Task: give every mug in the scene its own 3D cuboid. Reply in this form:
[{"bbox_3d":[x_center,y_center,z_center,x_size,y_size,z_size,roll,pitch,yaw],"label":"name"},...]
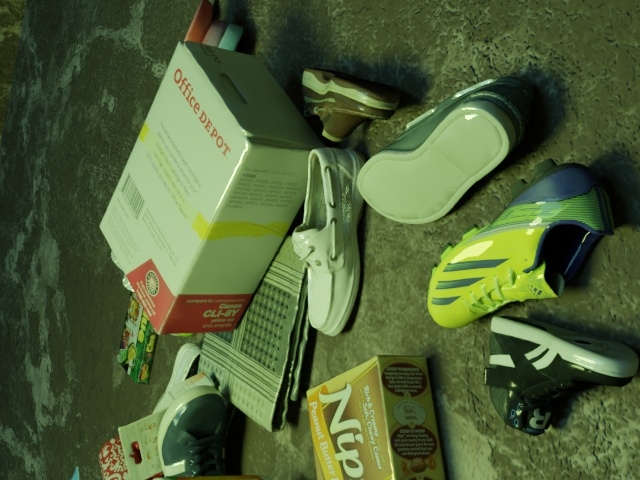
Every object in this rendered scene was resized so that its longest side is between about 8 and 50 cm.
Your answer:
[{"bbox_3d":[-0.361,0.464,2.030,0.169,0.150,0.113,48,161,56],"label":"mug"}]

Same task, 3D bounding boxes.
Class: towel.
[{"bbox_3d":[-0.100,0.132,1.700,0.324,0.056,0.312,20,99,60],"label":"towel"}]

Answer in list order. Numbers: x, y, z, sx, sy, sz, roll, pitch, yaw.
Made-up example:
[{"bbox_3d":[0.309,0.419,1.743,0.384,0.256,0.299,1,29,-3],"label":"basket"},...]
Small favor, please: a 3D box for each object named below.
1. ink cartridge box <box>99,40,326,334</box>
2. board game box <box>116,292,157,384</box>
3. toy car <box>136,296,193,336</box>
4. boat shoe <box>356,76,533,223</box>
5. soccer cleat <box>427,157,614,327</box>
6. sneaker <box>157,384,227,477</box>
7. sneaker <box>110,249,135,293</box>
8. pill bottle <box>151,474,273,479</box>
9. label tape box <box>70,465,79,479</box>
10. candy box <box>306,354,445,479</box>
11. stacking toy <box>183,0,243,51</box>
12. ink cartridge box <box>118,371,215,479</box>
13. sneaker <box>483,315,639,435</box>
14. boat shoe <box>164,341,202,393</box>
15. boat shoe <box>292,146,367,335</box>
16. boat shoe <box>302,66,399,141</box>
[{"bbox_3d":[-0.181,-0.080,1.650,0.279,0.160,0.384,55,128,38],"label":"ink cartridge box"},{"bbox_3d":[-0.370,0.156,2.145,0.136,0.030,0.259,28,108,54],"label":"board game box"},{"bbox_3d":[-0.273,0.087,1.893,0.159,0.136,0.182,-32,58,52],"label":"toy car"},{"bbox_3d":[0.157,-0.112,1.299,0.099,0.116,0.319,-49,7,-30],"label":"boat shoe"},{"bbox_3d":[0.215,0.031,1.151,0.289,0.093,0.121,-51,48,41],"label":"soccer cleat"},{"bbox_3d":[-0.195,0.412,1.718,0.148,0.131,0.350,38,130,45],"label":"sneaker"},{"bbox_3d":[-0.355,0.032,2.045,0.094,0.081,0.208,-62,32,13],"label":"sneaker"},{"bbox_3d":[-0.131,0.413,1.497,0.136,0.246,0.136,-17,70,56],"label":"pill bottle"},{"bbox_3d":[-0.462,0.681,2.122,0.249,0.115,0.347,-63,34,30],"label":"label tape box"},{"bbox_3d":[0.077,0.324,1.325,0.183,0.088,0.316,-35,55,51],"label":"candy box"},{"bbox_3d":[-0.220,-0.304,1.958,0.279,0.130,0.309,-85,21,-60],"label":"stacking toy"},{"bbox_3d":[-0.258,0.320,1.746,0.045,0.179,0.145,43,146,44],"label":"ink cartridge box"},{"bbox_3d":[0.253,0.157,1.089,0.217,0.079,0.121,-163,77,-67],"label":"sneaker"},{"bbox_3d":[-0.243,0.282,1.889,0.063,0.066,0.184,20,92,59],"label":"boat shoe"},{"bbox_3d":[0.000,0.000,1.501,0.098,0.096,0.277,0,85,57],"label":"boat shoe"},{"bbox_3d":[0.041,-0.188,1.484,0.257,0.095,0.095,-139,58,-67],"label":"boat shoe"}]
